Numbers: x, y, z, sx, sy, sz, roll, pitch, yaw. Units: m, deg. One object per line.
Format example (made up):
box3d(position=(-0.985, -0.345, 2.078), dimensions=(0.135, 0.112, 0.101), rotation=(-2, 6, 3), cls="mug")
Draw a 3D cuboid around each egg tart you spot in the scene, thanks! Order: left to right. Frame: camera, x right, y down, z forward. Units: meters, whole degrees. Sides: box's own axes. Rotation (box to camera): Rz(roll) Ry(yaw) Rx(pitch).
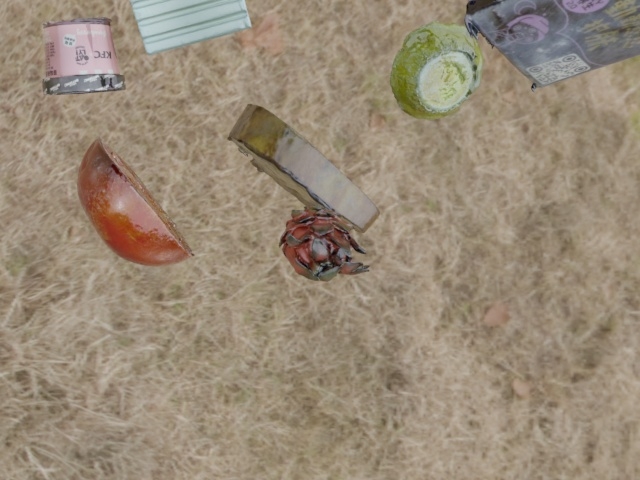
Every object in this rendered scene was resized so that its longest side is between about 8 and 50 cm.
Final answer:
box3d(position=(0.227, -0.308, 1.433), dimensions=(0.197, 0.078, 0.197), rotation=(-8, 125, -12), cls="egg tart")

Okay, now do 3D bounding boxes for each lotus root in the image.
box3d(position=(-0.032, -0.146, 1.690), dimensions=(0.375, 0.390, 0.111), rotation=(40, 88, 15), cls="lotus root")

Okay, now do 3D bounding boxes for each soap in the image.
box3d(position=(-0.316, -0.565, 1.856), dimensions=(0.265, 0.088, 0.160), rotation=(-17, 117, -4), cls="soap")

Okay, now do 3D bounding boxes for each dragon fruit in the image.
box3d(position=(0.002, 0.005, 1.187), dimensions=(0.130, 0.142, 0.121), rotation=(-15, 120, 6), cls="dragon fruit")

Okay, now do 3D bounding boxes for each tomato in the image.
box3d(position=(-0.437, -0.064, 1.688), dimensions=(0.143, 0.338, 0.338), rotation=(-39, 106, -6), cls="tomato")

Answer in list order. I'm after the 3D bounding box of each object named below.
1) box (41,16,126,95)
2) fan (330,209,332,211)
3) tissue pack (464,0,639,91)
box3d(position=(-0.444, -0.341, 1.420), dimensions=(0.151, 0.151, 0.135), rotation=(-9, 101, -34), cls="box")
box3d(position=(-0.002, -0.023, 1.458), dimensions=(0.083, 0.004, 0.056), rotation=(-61, 164, 15), cls="fan")
box3d(position=(0.408, -0.343, 1.041), dimensions=(0.259, 0.361, 0.122), rotation=(23, 59, -47), cls="tissue pack")
